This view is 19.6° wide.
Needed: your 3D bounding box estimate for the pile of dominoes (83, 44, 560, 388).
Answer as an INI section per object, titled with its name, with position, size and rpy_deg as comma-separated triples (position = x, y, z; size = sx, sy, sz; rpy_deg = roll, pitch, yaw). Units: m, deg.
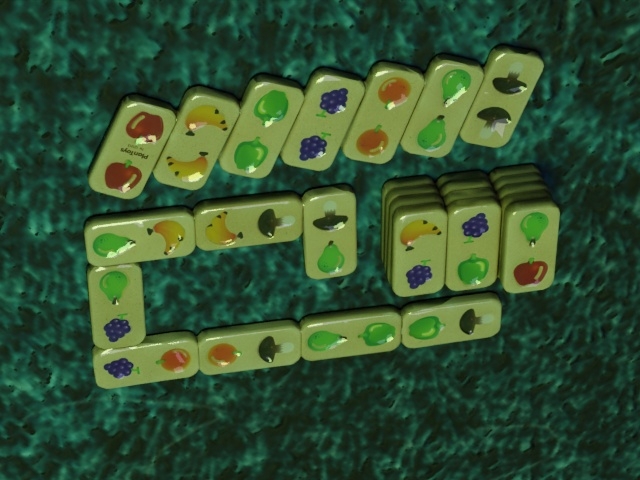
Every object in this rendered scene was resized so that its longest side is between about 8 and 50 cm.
[pile of dominoes]
position = 0.000, 0.000, 0.981
size = 0.251, 0.040, 0.196
rpy_deg = -8, 130, -9
